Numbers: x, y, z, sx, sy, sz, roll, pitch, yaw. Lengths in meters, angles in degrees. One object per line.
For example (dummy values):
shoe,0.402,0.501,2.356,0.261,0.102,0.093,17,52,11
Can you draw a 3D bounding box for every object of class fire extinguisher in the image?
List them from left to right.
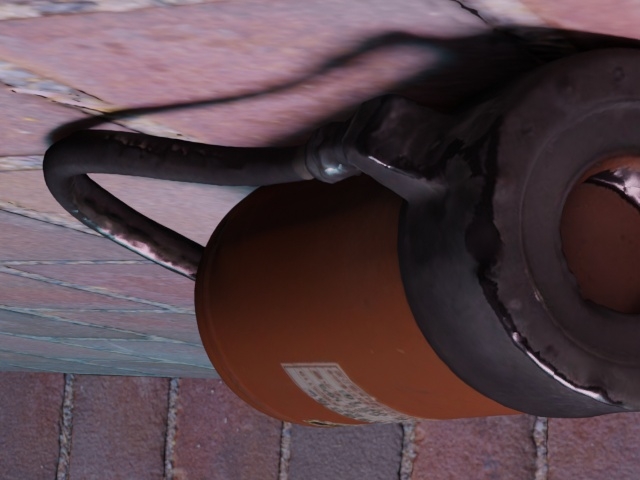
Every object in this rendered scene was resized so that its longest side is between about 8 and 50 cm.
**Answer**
fire extinguisher,0.009,-0.006,0.656,0.200,0.113,0.376,49,160,-8
